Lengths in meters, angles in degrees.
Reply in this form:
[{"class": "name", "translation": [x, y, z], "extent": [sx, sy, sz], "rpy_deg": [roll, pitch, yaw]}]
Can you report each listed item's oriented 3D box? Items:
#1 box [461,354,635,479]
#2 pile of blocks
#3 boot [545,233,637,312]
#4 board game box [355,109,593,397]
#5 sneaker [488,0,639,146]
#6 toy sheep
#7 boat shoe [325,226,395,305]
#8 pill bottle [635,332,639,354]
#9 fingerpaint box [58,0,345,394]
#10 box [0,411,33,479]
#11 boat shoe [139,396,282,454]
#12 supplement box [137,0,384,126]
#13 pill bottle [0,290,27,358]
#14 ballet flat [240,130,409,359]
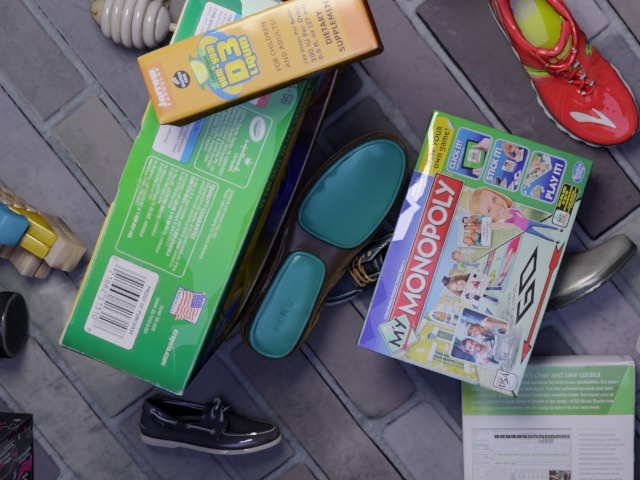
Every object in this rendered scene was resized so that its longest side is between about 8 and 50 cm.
[{"class": "box", "translation": [0.312, 0.315, 1.579], "extent": [0.232, 0.058, 0.321], "rpy_deg": [-1, 101, 7]}, {"class": "pile of blocks", "translation": [-0.504, -0.039, 1.569], "extent": [0.362, 0.149, 0.112], "rpy_deg": [33, 102, 0]}, {"class": "boot", "translation": [0.277, 0.019, 1.522], "extent": [0.247, 0.083, 0.161], "rpy_deg": [-32, 89, 10]}, {"class": "board game box", "translation": [0.195, 0.017, 1.467], "extent": [0.214, 0.046, 0.317], "rpy_deg": [18, 89, 1]}, {"class": "sneaker", "translation": [0.301, -0.227, 1.452], "extent": [0.107, 0.118, 0.279], "rpy_deg": [-39, 93, 12]}, {"class": "toy sheep", "translation": [-0.243, -0.296, 1.526], "extent": [0.132, 0.091, 0.091], "rpy_deg": [11, 101, 9]}, {"class": "boat shoe", "translation": [0.061, 0.034, 1.545], "extent": [0.183, 0.083, 0.065], "rpy_deg": [-32, 95, 11]}, {"class": "pill bottle", "translation": [0.547, 0.177, 1.476], "extent": [0.265, 0.153, 0.153], "rpy_deg": [39, 102, 0]}, {"class": "fingerpaint box", "translation": [-0.115, -0.083, 1.400], "extent": [0.163, 0.371, 0.444], "rpy_deg": [23, 101, 2]}, {"class": "box", "translation": [-0.516, 0.336, 1.584], "extent": [0.164, 0.247, 0.142], "rpy_deg": [3, 99, 7]}, {"class": "boat shoe", "translation": [-0.156, 0.256, 1.616], "extent": [0.206, 0.075, 0.064], "rpy_deg": [2, 103, 11]}, {"class": "supplement box", "translation": [-0.059, -0.185, 1.149], "extent": [0.234, 0.080, 0.078], "rpy_deg": [-19, 95, 12]}, {"class": "pill bottle", "translation": [-0.532, 0.112, 1.611], "extent": [0.219, 0.123, 0.122], "rpy_deg": [3, 100, 6]}, {"class": "ballet flat", "translation": [0.000, 0.000, 1.523], "extent": [0.116, 0.124, 0.342], "rpy_deg": [26, 99, -9]}]
